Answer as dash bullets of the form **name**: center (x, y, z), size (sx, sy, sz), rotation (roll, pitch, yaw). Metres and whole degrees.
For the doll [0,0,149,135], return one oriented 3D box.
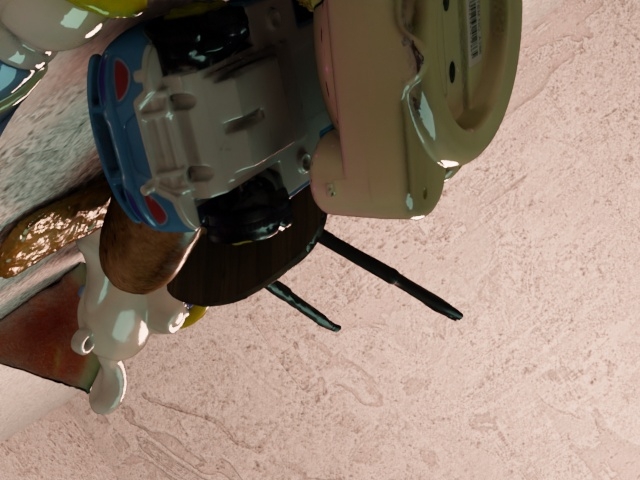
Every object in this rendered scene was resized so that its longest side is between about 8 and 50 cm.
- **doll**: center (-0.177, -0.112, 0.655), size (0.241, 0.098, 0.135), rotation (-40, 153, 27)

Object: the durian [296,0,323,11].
- **durian**: center (0.003, -0.257, 0.771), size (0.186, 0.119, 0.108), rotation (-48, 141, -13)

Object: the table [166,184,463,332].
- **table**: center (0.000, 0.000, 1.459), size (0.317, 0.249, 0.317), rotation (-35, -138, 39)

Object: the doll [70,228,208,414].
- **doll**: center (-0.242, 0.100, 1.675), size (0.242, 0.160, 0.311), rotation (-58, 162, -65)

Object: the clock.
- **clock**: center (0.084, -0.185, 1.010), size (0.114, 0.284, 0.309), rotation (2, -159, 25)

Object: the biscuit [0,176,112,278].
- **biscuit**: center (-0.278, -0.031, 1.377), size (0.247, 0.029, 0.118), rotation (-34, 167, -49)

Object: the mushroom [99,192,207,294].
- **mushroom**: center (-0.147, -0.058, 1.329), size (0.278, 0.146, 0.278), rotation (-53, -170, 14)

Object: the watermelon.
- **watermelon**: center (-0.397, 0.155, 1.789), size (0.202, 0.207, 0.136), rotation (-21, 150, 2)

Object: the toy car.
- **toy car**: center (-0.068, -0.126, 1.038), size (0.166, 0.198, 0.314), rotation (1, -156, 33)
